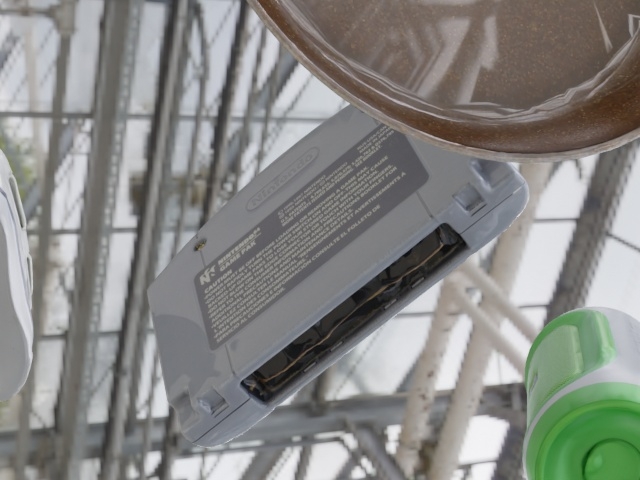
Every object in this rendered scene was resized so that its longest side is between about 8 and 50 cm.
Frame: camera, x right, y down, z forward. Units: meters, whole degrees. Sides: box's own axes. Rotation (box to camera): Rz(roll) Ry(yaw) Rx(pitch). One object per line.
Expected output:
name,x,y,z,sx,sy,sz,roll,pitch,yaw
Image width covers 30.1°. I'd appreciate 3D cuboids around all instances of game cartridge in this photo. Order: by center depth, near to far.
game cartridge,0.000,0.000,0.886,0.297,0.062,0.198,-39,-150,12

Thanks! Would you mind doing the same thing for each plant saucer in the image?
plant saucer,0.077,-0.183,0.601,0.050,0.310,0.311,146,-61,-67

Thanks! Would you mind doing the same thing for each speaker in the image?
speaker,0.222,0.135,0.936,0.296,0.131,0.131,-40,134,-77

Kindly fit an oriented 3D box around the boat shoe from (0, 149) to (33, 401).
boat shoe,-0.294,0.032,1.030,0.088,0.096,0.268,-84,179,-47
